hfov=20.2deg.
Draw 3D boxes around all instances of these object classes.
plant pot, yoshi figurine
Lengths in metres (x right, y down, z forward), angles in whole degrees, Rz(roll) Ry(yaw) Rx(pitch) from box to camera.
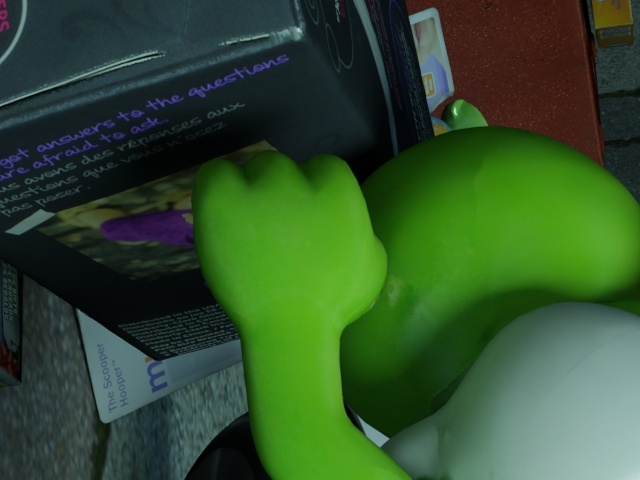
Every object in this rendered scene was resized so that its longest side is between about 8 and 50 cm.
[{"bbox_3d":[0.055,-0.143,1.164,0.267,0.235,0.267,-80,159,-59],"label":"plant pot"},{"bbox_3d":[-0.006,0.083,0.529,0.203,0.362,0.203,59,-21,4],"label":"yoshi figurine"}]

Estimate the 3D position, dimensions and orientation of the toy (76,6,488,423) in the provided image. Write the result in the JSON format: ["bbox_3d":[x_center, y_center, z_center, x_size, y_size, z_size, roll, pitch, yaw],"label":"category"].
[{"bbox_3d":[-0.008,-0.015,0.852,0.237,0.056,0.137,-24,111,-35],"label":"toy"}]

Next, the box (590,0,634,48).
[{"bbox_3d":[0.188,-0.172,1.180,0.136,0.028,0.081,5,77,-82],"label":"box"}]

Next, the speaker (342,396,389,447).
[{"bbox_3d":[0.038,0.230,1.109,0.131,0.131,0.297,38,45,-74],"label":"speaker"}]

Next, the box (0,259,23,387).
[{"bbox_3d":[-0.136,-0.024,0.648,0.094,0.027,0.137,56,28,-64],"label":"box"}]

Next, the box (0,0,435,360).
[{"bbox_3d":[-0.052,-0.074,0.650,0.270,0.143,0.165,51,26,-68],"label":"box"}]

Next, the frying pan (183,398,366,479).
[{"bbox_3d":[-0.005,0.150,0.732,0.326,0.053,0.197,-17,-120,65],"label":"frying pan"}]
